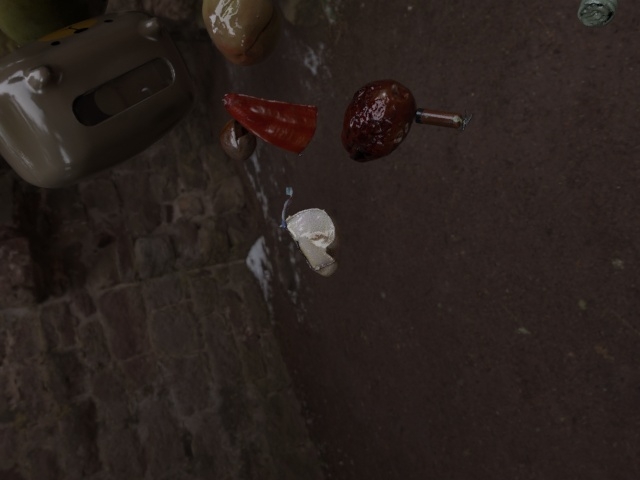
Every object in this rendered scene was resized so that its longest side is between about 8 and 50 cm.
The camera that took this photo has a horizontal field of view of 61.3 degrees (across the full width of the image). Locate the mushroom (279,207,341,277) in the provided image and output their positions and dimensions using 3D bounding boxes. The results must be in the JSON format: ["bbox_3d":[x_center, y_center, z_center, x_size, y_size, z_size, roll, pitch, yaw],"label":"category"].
[{"bbox_3d":[0.019,-0.003,1.799,0.162,0.173,0.236,-44,60,17],"label":"mushroom"}]

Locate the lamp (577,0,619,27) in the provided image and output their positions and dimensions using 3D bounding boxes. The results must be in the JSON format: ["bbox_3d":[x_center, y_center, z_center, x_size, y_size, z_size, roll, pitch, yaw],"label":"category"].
[{"bbox_3d":[0.522,-0.477,0.981,0.193,0.106,0.106,-66,12,-15],"label":"lamp"}]

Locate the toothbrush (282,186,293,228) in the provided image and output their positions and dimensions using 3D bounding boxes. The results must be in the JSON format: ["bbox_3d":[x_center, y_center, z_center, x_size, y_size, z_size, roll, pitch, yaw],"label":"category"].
[{"bbox_3d":[-0.105,-0.108,1.711,0.269,0.027,0.021,-88,-2,-59],"label":"toothbrush"}]

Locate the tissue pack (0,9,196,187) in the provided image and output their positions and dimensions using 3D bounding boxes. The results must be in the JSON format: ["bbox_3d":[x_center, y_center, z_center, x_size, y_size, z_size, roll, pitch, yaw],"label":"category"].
[{"bbox_3d":[-0.440,-0.280,1.059,0.277,0.387,0.267,2,125,46],"label":"tissue pack"}]

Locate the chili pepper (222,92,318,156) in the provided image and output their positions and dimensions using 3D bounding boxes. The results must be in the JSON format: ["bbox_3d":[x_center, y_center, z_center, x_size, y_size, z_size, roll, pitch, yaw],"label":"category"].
[{"bbox_3d":[-0.086,-0.198,0.859,0.065,0.169,0.088,36,109,43],"label":"chili pepper"}]

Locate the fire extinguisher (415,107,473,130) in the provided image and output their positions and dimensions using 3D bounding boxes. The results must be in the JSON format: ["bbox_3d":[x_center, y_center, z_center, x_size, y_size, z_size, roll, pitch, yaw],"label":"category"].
[{"bbox_3d":[0.380,-0.376,1.656,0.177,0.050,0.062,15,116,29],"label":"fire extinguisher"}]

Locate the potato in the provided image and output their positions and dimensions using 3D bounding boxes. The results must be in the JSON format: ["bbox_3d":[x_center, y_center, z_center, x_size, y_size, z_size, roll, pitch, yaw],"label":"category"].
[{"bbox_3d":[-0.562,-0.540,1.095,0.359,0.219,0.269,139,153,-73],"label":"potato"}]

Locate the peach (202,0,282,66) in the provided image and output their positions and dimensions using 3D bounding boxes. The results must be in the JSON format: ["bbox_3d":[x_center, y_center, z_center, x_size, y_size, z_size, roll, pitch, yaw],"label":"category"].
[{"bbox_3d":[-0.258,-0.719,1.788,0.292,0.248,0.292,-1,-90,-73],"label":"peach"}]

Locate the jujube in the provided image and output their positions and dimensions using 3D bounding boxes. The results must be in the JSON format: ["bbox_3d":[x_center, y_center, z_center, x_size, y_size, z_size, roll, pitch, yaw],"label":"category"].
[{"bbox_3d":[0.155,-0.334,1.529,0.290,0.197,0.197,135,121,-63],"label":"jujube"}]

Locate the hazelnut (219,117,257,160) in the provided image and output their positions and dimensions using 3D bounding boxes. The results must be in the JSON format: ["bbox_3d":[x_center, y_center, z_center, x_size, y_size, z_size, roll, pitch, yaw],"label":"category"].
[{"bbox_3d":[-0.165,-0.203,1.085,0.086,0.086,0.086,168,90,-71],"label":"hazelnut"}]
